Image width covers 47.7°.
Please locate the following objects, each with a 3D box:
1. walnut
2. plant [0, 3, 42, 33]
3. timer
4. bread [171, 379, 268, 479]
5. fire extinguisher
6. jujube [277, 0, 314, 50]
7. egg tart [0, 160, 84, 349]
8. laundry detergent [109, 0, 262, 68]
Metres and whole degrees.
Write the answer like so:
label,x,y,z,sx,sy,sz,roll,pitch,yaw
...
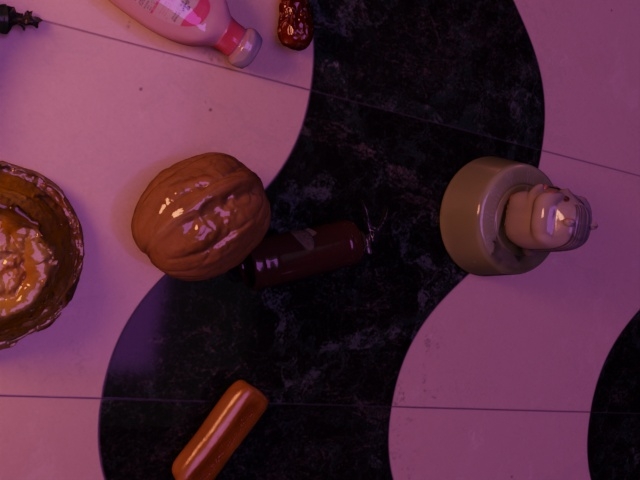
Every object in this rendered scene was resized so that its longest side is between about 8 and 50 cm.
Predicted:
label,x,y,z,sx,sy,sz,roll,pitch,yaw
walnut,-0.215,-0.044,1.333,0.260,0.225,0.225,-34,109,-19
plant,-0.522,-0.373,1.224,0.102,0.051,0.051,-6,98,-32
timer,0.473,-0.048,1.629,0.290,0.315,0.291,-2,95,-27
bread,-0.206,0.391,1.451,0.239,0.074,0.092,-52,131,-12
fire extinguisher,0.000,0.000,1.504,0.343,0.102,0.138,-14,100,-26
jujube,-0.051,-0.447,1.454,0.077,0.077,0.130,-3,85,-27
egg tart,-0.560,0.032,1.201,0.345,0.132,0.346,-4,99,-27
laundry detergent,-0.258,-0.442,1.335,0.335,0.087,0.159,31,80,-28
